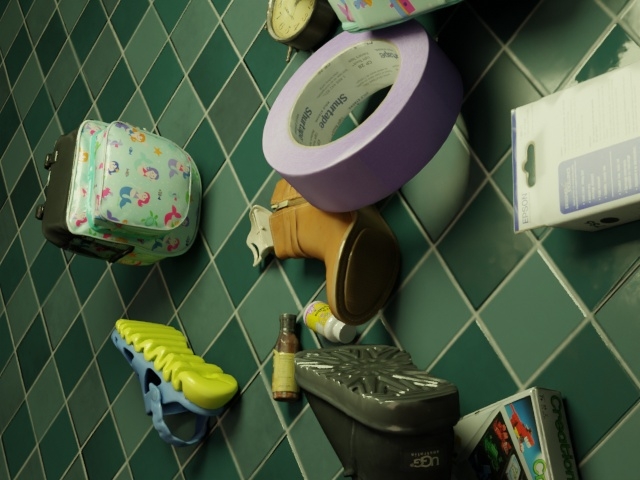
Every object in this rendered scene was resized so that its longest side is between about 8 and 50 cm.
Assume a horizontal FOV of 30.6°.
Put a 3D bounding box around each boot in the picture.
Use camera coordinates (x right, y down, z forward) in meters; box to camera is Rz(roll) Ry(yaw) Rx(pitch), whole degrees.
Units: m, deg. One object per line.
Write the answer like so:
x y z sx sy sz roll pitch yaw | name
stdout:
0.064 0.370 1.421 0.367 0.146 0.445 -153 59 -76 | boot
0.000 0.000 1.655 0.220 0.109 0.284 -18 62 45 | boot

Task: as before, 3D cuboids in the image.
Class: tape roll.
0.054 -0.173 1.583 0.274 0.090 0.275 -27 40 25 | tape roll

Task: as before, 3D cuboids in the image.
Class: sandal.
-0.260 0.228 1.907 0.317 0.126 0.138 35 110 52 | sandal

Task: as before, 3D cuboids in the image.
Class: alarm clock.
-0.015 -0.381 1.840 0.192 0.064 0.129 -56 41 27 | alarm clock

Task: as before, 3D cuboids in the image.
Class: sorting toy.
-0.093 0.001 1.834 0.075 0.044 0.083 -51 44 39 | sorting toy

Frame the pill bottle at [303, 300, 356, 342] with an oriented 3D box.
0.015 0.118 1.655 0.083 0.043 0.043 25 98 51 | pill bottle

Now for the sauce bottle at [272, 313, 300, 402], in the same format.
-0.049 0.173 1.721 0.042 0.042 0.128 -20 61 47 | sauce bottle

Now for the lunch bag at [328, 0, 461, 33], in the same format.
0.152 -0.377 1.527 0.279 0.108 0.224 -7 28 48 | lunch bag

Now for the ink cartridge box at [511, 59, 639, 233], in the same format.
0.356 -0.112 1.287 0.332 0.065 0.165 -16 66 47 | ink cartridge box

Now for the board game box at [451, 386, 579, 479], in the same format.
0.215 0.341 1.322 0.193 0.053 0.305 -32 54 43 | board game box

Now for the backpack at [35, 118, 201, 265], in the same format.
-0.318 -0.076 1.970 0.191 0.253 0.225 -16 63 44 | backpack
